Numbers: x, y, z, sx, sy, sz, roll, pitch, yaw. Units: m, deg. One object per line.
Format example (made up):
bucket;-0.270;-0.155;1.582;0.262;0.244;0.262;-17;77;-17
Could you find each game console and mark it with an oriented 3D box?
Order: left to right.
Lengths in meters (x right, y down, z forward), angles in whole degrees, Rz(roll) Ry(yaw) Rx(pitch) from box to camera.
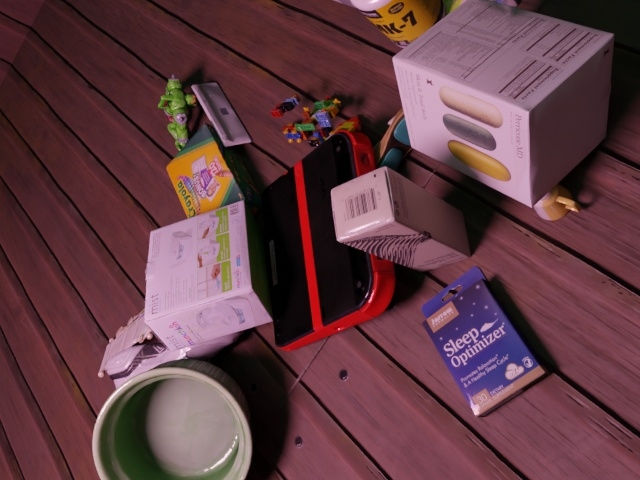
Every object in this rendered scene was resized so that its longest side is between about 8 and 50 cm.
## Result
game console;0.000;0.000;1.265;0.342;0.060;0.386;-33;56;46

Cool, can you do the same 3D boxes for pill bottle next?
pill bottle;0.123;-0.437;1.097;0.119;0.209;0.119;-12;70;35

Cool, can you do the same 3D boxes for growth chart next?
growth chart;-0.481;0.241;1.575;0.237;0.021;0.172;-38;26;24

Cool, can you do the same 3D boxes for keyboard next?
keyboard;-0.255;-0.326;1.590;0.256;0.072;0.014;59;146;34

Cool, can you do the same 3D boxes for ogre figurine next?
ogre figurine;-0.379;-0.346;1.651;0.118;0.097;0.196;123;155;-64

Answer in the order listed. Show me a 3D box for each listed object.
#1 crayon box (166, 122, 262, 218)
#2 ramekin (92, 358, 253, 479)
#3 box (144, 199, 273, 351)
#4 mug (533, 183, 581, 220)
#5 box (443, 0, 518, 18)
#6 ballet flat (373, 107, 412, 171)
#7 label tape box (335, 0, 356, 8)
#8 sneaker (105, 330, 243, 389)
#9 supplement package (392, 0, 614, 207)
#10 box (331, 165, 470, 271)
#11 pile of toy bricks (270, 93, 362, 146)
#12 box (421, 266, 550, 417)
crayon box;-0.260;-0.132;1.521;0.165;0.081;0.278;-44;54;19
ramekin;-0.280;0.385;1.250;0.304;0.148;0.303;0;93;-1
box;-0.239;0.070;1.320;0.231;0.126;0.261;-19;45;6
mug;0.378;-0.073;1.017;0.078;0.064;0.062;-13;68;34
box;0.251;-0.440;1.202;0.203;0.103;0.114;-39;56;22
ballet flat;0.144;-0.198;1.232;0.232;0.080;0.073;-55;40;10
label tape box;0.037;-0.703;1.446;0.348;0.115;0.249;37;100;37
sneaker;-0.309;0.311;1.396;0.366;0.137;0.210;-24;74;20
supplement package;0.290;-0.229;1.003;0.198;0.199;0.263;-41;49;-16
box;0.142;-0.026;1.049;0.113;0.275;0.094;-21;65;33
pile of toy bricks;-0.003;-0.278;1.365;0.212;0.118;0.105;12;51;48
box;0.263;0.164;1.053;0.136;0.037;0.225;-42;54;21
